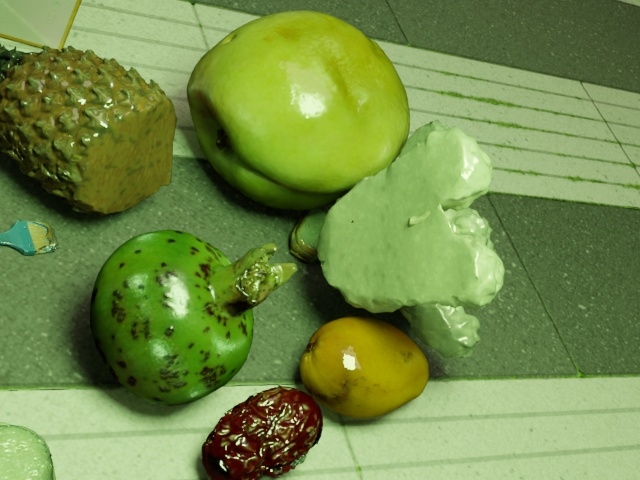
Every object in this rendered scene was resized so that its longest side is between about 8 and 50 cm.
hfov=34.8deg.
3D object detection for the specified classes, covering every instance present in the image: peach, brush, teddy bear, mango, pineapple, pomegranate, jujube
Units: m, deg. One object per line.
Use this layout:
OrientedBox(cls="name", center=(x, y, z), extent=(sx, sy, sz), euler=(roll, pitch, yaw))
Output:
OrientedBox(cls="peach", center=(-0.031, -0.189, 1.529), extent=(0.316, 0.281, 0.314), euler=(-33, 80, -38))
OrientedBox(cls="brush", center=(-0.412, -0.002, 1.283), extent=(0.164, 0.014, 0.051), euler=(-4, 53, -37))
OrientedBox(cls="teddy bear", center=(0.194, -0.002, 1.422), extent=(0.362, 0.375, 0.327), euler=(2, 78, -40))
OrientedBox(cls="mango", center=(0.067, 0.172, 1.389), extent=(0.219, 0.112, 0.145), euler=(7, 46, -47))
OrientedBox(cls="pineapple", center=(-0.371, -0.190, 1.379), extent=(0.362, 0.202, 0.202), euler=(33, 38, 17))
OrientedBox(cls="pomegranate", center=(-0.155, 0.081, 1.212), extent=(0.211, 0.263, 0.211), euler=(42, 36, -40))
OrientedBox(cls="jujube", center=(-0.074, 0.232, 1.232), extent=(0.166, 0.104, 0.104), euler=(-16, 62, -42))

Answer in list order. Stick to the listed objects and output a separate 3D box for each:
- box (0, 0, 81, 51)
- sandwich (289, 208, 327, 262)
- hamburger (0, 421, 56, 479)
OrientedBox(cls="box", center=(-0.463, -0.474, 1.496), extent=(0.260, 0.283, 0.214), euler=(13, 44, -26))
OrientedBox(cls="sandwich", center=(0.000, 0.000, 1.558), extent=(0.093, 0.035, 0.105), euler=(35, 40, -3))
OrientedBox(cls="hamburger", center=(-0.337, 0.247, 1.055), extent=(0.133, 0.062, 0.140), euler=(18, 45, -19))
